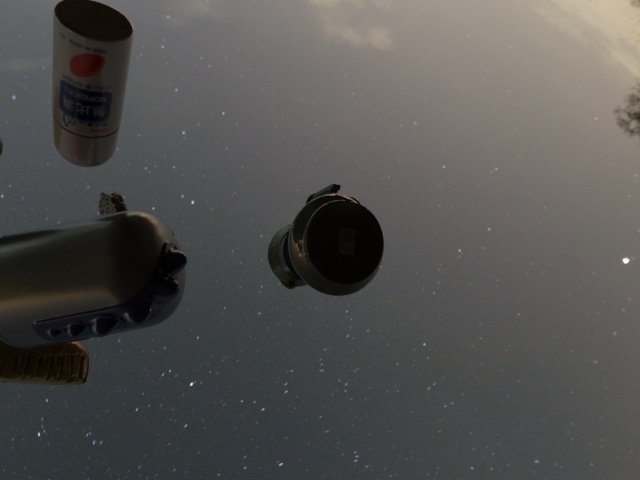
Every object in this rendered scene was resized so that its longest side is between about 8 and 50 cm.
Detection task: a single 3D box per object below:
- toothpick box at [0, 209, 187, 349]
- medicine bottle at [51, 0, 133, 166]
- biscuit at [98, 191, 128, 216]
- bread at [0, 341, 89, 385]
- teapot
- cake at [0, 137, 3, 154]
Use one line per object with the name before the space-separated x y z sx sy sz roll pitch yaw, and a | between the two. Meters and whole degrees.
toothpick box | -0.423 0.079 0.863 0.356 0.263 0.262 -11 -124 8
medicine bottle | -0.466 -0.290 0.906 0.131 0.340 0.130 17 -133 -19
biscuit | -0.490 0.003 1.107 0.038 0.141 0.289 -4 -132 -48
bread | -0.632 0.256 0.977 0.237 0.140 0.105 25 -122 -44
teapot | 0.000 0.000 0.823 0.171 0.225 0.202 14 -102 -21
cake | -0.862 -0.199 1.011 0.261 0.179 0.156 -34 -77 -7
